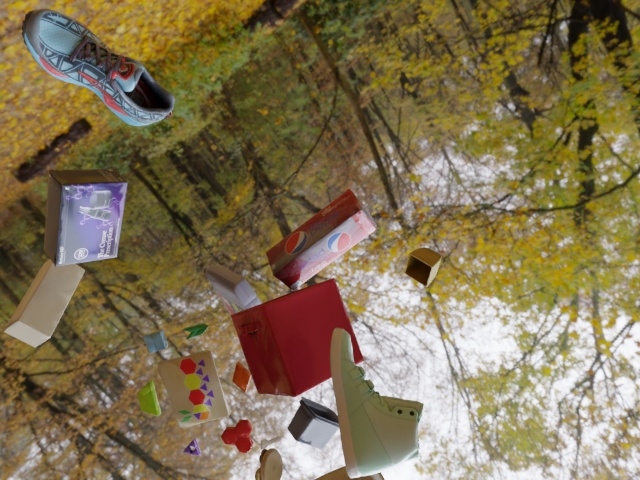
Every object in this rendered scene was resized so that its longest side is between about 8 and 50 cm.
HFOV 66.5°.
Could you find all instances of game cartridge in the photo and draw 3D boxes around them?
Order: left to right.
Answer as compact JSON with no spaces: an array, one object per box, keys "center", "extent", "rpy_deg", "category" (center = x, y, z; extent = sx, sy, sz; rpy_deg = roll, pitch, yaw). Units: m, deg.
[{"center":[-0.211,0.208,1.416],"extent":[0.196,0.294,0.060],"rpy_deg":[15,-131,45],"category":"game cartridge"}]

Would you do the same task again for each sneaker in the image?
[{"center":[-0.351,-0.292,0.816],"extent":[0.125,0.262,0.104],"rpy_deg":[7,-106,36],"category":"sneaker"},{"center":[0.100,0.272,0.872],"extent":[0.151,0.094,0.256],"rpy_deg":[-11,-116,2],"category":"sneaker"}]

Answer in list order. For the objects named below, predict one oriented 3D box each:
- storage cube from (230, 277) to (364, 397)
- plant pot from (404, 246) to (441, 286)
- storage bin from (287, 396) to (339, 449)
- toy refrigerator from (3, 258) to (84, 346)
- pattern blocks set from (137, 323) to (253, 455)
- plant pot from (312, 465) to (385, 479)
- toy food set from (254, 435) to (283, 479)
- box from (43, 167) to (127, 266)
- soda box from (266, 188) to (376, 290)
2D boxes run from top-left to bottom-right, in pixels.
[{"center":[-0.056,0.213,1.064],"extent":[0.215,0.193,0.183],"rpy_deg":[-19,176,-34],"category":"storage cube"},{"center":[0.304,0.066,1.412],"extent":[0.081,0.081,0.083],"rpy_deg":[33,-132,29],"category":"plant pot"},{"center":[-0.021,0.482,1.284],"extent":[0.091,0.135,0.098],"rpy_deg":[-55,-144,-2],"category":"storage bin"},{"center":[-0.835,0.178,1.487],"extent":[0.094,0.102,0.269],"rpy_deg":[-29,-144,26],"category":"toy refrigerator"},{"center":[-0.302,0.361,1.180],"extent":[0.285,0.325,0.026],"rpy_deg":[-6,-174,7],"category":"pattern blocks set"},{"center":[0.096,0.909,1.719],"extent":[0.274,0.256,0.256],"rpy_deg":[-40,-162,5],"category":"plant pot"},{"center":[-0.169,0.745,1.596],"extent":[0.038,0.192,0.132],"rpy_deg":[-11,165,28],"category":"toy food set"},{"center":[-0.681,-0.070,1.414],"extent":[0.184,0.261,0.103],"rpy_deg":[-9,-143,-44],"category":"box"},{"center":[0.000,0.000,1.170],"extent":[0.263,0.083,0.092],"rpy_deg":[-36,-140,11],"category":"soda box"}]
